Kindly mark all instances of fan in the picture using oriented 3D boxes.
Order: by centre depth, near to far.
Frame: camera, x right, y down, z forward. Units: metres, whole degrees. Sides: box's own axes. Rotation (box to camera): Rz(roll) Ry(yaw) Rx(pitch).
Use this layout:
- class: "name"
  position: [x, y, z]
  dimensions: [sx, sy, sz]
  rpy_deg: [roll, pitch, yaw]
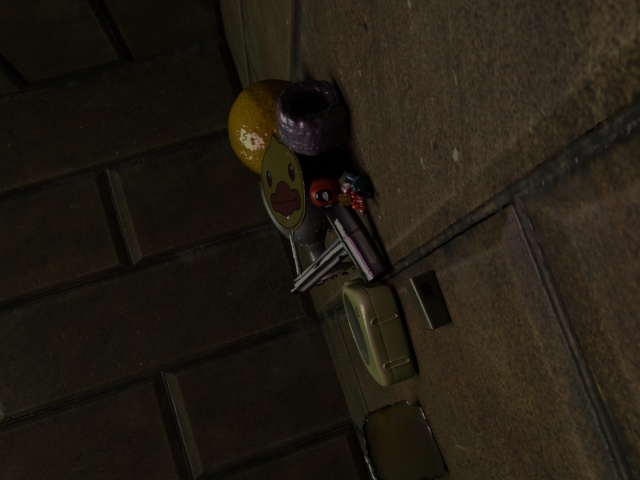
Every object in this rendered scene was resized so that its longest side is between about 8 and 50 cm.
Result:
- class: "fan"
  position: [-0.078, -0.083, 1.296]
  dimensions: [0.229, 0.011, 0.335]
  rpy_deg: [-3, 99, 63]

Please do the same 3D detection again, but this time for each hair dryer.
- class: "hair dryer"
  position: [-0.016, -0.013, 1.317]
  dimensions: [0.156, 0.284, 0.320]
  rpy_deg: [6, -121, -61]

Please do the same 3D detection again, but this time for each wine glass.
- class: "wine glass"
  position: [-0.041, -0.052, 1.627]
  dimensions: [0.190, 0.190, 0.357]
  rpy_deg: [165, 84, -83]

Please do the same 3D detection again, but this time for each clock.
- class: "clock"
  position: [0.127, 0.200, 1.391]
  dimensions: [0.308, 0.096, 0.235]
  rpy_deg: [-140, 32, -77]

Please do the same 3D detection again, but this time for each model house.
- class: "model house"
  position: [0.189, 0.522, 1.415]
  dimensions: [0.211, 0.170, 0.194]
  rpy_deg: [85, 163, -63]

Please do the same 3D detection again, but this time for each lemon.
- class: "lemon"
  position: [-0.117, -0.291, 1.471]
  dimensions: [0.267, 0.267, 0.267]
  rpy_deg: [162, 90, -83]

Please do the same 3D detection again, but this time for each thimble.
- class: "thimble"
  position: [-0.021, -0.262, 1.201]
  dimensions: [0.098, 0.150, 0.150]
  rpy_deg: [92, 160, -55]

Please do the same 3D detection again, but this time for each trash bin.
- class: "trash bin"
  position: [0.182, 0.102, 0.963]
  dimensions: [0.061, 0.043, 0.092]
  rpy_deg: [119, 130, -80]

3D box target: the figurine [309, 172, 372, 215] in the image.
- class: "figurine"
  position: [0.037, -0.102, 1.193]
  dimensions: [0.068, 0.140, 0.075]
  rpy_deg: [75, -146, -52]

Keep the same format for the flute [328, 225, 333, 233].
- class: "flute"
  position: [0.010, -0.060, 1.937]
  dimensions: [0.233, 0.027, 0.027]
  rpy_deg: [-131, 24, -73]
